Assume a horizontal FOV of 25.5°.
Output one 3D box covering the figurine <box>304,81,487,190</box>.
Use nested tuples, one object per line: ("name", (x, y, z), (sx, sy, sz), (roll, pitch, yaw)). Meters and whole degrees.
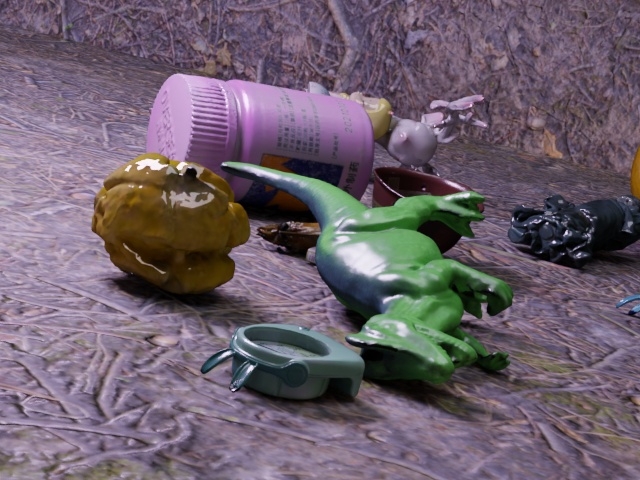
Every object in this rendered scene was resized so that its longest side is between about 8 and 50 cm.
("figurine", (0.119, -0.163, 2.425), (0.316, 0.206, 0.284), (6, 6, -5))

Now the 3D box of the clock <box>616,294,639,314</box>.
("clock", (0.473, 0.093, 1.890), (0.147, 0.045, 0.108), (10, 11, -12))

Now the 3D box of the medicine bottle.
("medicine bottle", (-0.086, -0.134, 2.014), (0.291, 0.178, 0.178), (6, 13, -29))

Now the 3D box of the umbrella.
("umbrella", (0.431, -0.023, 2.274), (0.143, 0.094, 0.349), (39, 27, 22))

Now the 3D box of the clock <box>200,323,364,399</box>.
("clock", (-0.036, 0.107, 1.243), (0.135, 0.041, 0.101), (2, 16, -40))

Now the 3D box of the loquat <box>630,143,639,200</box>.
("loquat", (0.691, -0.084, 2.404), (0.329, 0.328, 0.359), (13, 54, -1))

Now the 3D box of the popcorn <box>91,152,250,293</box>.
("popcorn", (-0.155, -0.015, 1.477), (0.167, 0.152, 0.148), (41, 57, 16))

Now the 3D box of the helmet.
("helmet", (0.140, -0.027, 1.928), (0.155, 0.106, 0.175), (3, 17, -34))

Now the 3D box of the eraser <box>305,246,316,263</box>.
("eraser", (0.026, 0.028, 1.750), (0.083, 0.019, 0.038), (18, 11, 23))

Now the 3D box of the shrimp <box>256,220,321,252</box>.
("shrimp", (0.000, 0.000, 1.823), (0.190, 0.042, 0.101), (5, -6, -33))

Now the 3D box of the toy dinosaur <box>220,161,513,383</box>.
("toy dinosaur", (0.000, 0.032, 1.549), (0.500, 0.143, 0.374), (16, 23, 29))
